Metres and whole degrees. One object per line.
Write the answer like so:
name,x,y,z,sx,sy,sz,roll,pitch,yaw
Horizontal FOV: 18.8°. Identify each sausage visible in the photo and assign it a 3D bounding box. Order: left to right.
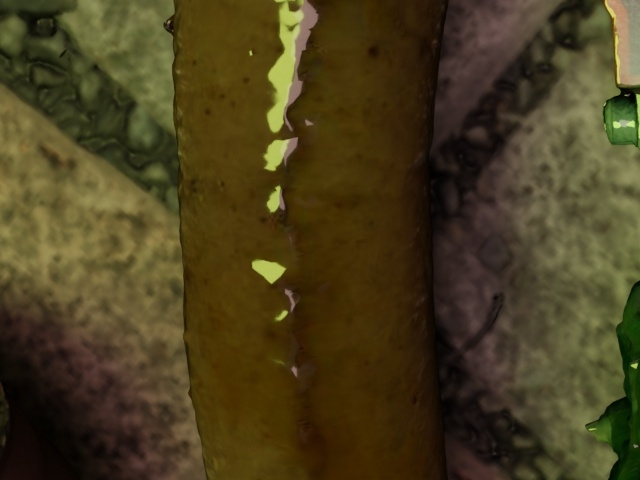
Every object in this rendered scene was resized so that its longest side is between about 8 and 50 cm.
sausage,-0.002,0.001,0.919,0.136,0.123,0.500,-12,109,-33

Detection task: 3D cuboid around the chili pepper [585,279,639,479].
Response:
chili pepper,0.312,0.117,0.873,0.385,0.213,0.167,4,128,12

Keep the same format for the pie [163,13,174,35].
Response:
pie,0.010,-0.132,0.960,0.170,0.034,0.092,-43,87,12

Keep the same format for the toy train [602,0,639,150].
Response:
toy train,0.220,-0.089,0.915,0.176,0.074,0.118,-4,95,12

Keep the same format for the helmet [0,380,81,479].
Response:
helmet,-0.251,0.203,0.961,0.338,0.271,0.197,-33,124,11
